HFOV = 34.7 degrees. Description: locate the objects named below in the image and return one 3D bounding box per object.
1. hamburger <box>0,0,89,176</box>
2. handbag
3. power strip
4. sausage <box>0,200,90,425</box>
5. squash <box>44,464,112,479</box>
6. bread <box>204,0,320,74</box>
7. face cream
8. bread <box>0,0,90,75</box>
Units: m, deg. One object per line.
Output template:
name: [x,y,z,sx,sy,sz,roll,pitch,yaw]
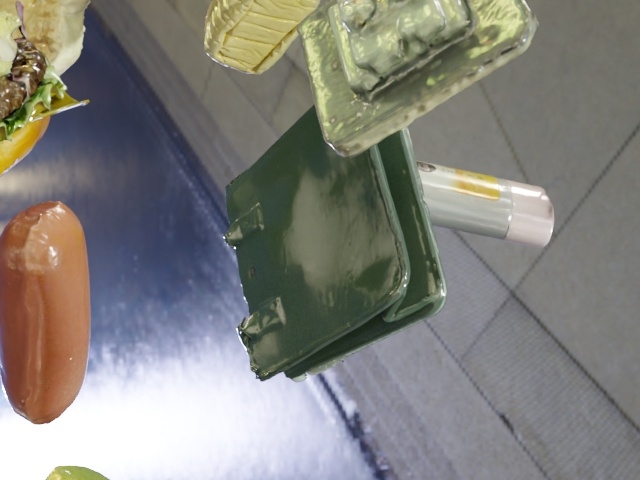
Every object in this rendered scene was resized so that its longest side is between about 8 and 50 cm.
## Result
hamburger: [-0.316,-0.103,0.774,0.261,0.243,0.139,16,138,53]
handbag: [-0.001,-0.001,1.093,0.260,0.079,0.247,-32,62,39]
power strip: [0.061,-0.192,0.874,0.198,0.064,0.213,-33,41,16]
sausage: [-0.216,0.060,0.802,0.077,0.077,0.194,-124,36,-52]
squash: [-0.246,0.396,1.184,0.260,0.189,0.189,20,109,44]
bread: [-0.093,-0.374,1.632,0.236,0.140,0.106,-44,40,41]
face cream: [0.154,-0.054,1.284,0.107,0.269,0.073,-88,12,-58]
bread: [-0.325,-0.292,1.086,0.316,0.054,0.316,0,90,41]
